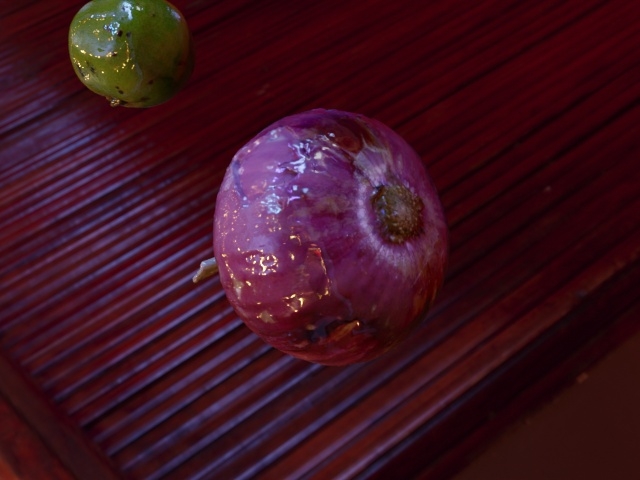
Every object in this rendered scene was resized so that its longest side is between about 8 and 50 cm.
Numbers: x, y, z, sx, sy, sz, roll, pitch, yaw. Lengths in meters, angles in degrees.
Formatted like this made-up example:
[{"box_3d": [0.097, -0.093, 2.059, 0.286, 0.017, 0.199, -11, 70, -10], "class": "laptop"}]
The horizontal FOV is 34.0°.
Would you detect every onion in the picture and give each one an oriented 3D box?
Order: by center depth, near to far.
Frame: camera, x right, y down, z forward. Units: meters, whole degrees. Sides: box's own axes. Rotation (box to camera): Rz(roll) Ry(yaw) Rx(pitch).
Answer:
[{"box_3d": [0.008, -0.002, 0.720, 0.177, 0.177, 0.153, 58, 160, -1], "class": "onion"}]

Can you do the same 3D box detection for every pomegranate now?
[{"box_3d": [-0.340, -0.391, 1.930, 0.236, 0.236, 0.302, 145, 132, -66], "class": "pomegranate"}]
